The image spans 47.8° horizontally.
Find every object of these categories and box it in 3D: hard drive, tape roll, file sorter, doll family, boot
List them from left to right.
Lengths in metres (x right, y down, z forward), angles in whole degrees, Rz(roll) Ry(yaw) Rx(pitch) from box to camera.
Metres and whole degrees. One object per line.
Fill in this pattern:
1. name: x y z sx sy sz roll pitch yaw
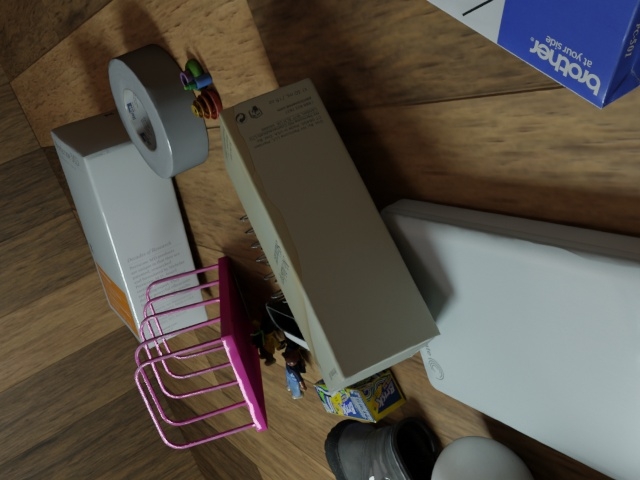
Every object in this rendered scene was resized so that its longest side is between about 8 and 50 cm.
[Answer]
1. tape roll: -0.278 -0.218 1.234 0.219 0.072 0.219 45 152 32
2. file sorter: -0.220 0.200 1.309 0.291 0.182 0.202 -109 3 -64
3. doll family: -0.069 0.190 1.274 0.193 0.076 0.111 39 144 31
4. boot: 0.140 0.418 1.064 0.338 0.118 0.222 59 151 -6
5. hard drive: 0.201 0.090 0.659 0.353 0.047 0.233 17 131 58

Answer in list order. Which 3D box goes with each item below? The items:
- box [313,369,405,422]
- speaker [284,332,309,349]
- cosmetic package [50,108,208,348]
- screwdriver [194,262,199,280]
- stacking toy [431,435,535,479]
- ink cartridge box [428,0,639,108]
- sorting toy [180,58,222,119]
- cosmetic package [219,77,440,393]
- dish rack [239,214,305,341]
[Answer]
1. box: 0.054 0.227 1.079 0.054 0.059 0.169 64 156 -4
2. speaker: -0.003 0.146 1.109 0.136 0.055 0.055 18 132 56
3. cosmetic package: -0.400 -0.025 1.538 0.230 0.161 0.453 31 138 49
4. screwdriver: -0.292 0.027 1.585 0.024 0.025 0.170 35 146 44
5. stacking toy: 0.250 0.392 0.690 0.480 0.350 0.351 -117 15 -47
6. ink cartridge box: 0.135 -0.186 0.490 0.207 0.046 0.097 45 153 31
7. sorting toy: -0.188 -0.225 1.084 0.102 0.042 0.061 57 156 11
8. cosmetic package: 0.000 0.000 0.799 0.160 0.113 0.309 102 144 -72
9. dish rack: -0.039 0.012 1.013 0.208 0.074 0.272 11 126 59
